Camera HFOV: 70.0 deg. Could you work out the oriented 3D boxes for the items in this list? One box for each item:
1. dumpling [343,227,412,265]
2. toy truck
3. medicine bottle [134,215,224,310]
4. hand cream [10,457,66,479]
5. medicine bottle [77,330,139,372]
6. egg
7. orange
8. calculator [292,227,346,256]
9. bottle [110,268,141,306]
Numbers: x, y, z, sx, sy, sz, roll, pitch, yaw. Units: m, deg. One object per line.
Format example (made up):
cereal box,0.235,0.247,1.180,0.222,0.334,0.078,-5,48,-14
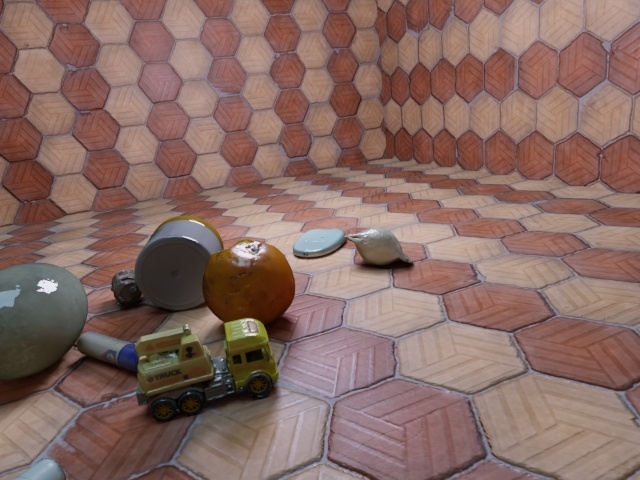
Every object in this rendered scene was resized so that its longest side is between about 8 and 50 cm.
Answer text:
dumpling,0.193,0.019,1.525,0.216,0.125,0.166,-6,1,12
toy truck,-0.229,0.239,0.911,0.273,0.156,0.124,-11,18,-12
medicine bottle,-0.425,0.064,1.402,0.238,0.237,0.232,-8,18,-4
hand cream,-0.420,0.363,0.484,0.085,0.058,0.331,28,21,9
medicine bottle,-0.487,0.264,1.086,0.231,0.059,0.059,5,21,33
egg,-0.703,0.185,1.087,0.259,0.258,0.352,-7,20,-2
orange,-0.186,0.112,1.191,0.240,0.239,0.240,-6,18,2
calculator,0.000,0.000,1.770,0.184,0.042,0.295,1,20,22
bottle,-0.605,0.151,1.429,0.099,0.098,0.152,-14,18,-23
